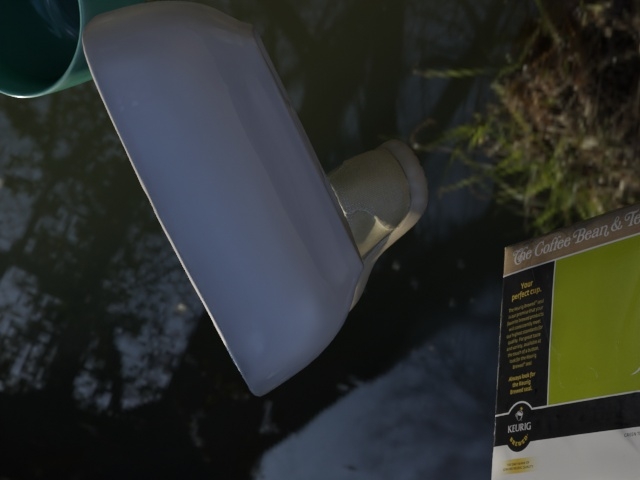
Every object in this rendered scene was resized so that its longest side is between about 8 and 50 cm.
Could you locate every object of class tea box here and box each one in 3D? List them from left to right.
[{"bbox_3d":[0.369,0.143,1.366,0.220,0.323,0.329,14,161,-27],"label":"tea box"}]

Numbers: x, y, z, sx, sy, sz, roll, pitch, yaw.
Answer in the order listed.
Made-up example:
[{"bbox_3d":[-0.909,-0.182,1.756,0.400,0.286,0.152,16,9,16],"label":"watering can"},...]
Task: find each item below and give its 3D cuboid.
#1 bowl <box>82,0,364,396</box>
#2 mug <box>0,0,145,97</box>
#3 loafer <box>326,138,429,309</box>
[{"bbox_3d":[-0.029,-0.027,0.467,0.053,0.142,0.142,-26,101,3],"label":"bowl"},{"bbox_3d":[-0.178,-0.173,0.902,0.158,0.097,0.129,7,112,28],"label":"mug"},{"bbox_3d":[0.000,0.000,1.167,0.092,0.102,0.268,-9,151,-32],"label":"loafer"}]
